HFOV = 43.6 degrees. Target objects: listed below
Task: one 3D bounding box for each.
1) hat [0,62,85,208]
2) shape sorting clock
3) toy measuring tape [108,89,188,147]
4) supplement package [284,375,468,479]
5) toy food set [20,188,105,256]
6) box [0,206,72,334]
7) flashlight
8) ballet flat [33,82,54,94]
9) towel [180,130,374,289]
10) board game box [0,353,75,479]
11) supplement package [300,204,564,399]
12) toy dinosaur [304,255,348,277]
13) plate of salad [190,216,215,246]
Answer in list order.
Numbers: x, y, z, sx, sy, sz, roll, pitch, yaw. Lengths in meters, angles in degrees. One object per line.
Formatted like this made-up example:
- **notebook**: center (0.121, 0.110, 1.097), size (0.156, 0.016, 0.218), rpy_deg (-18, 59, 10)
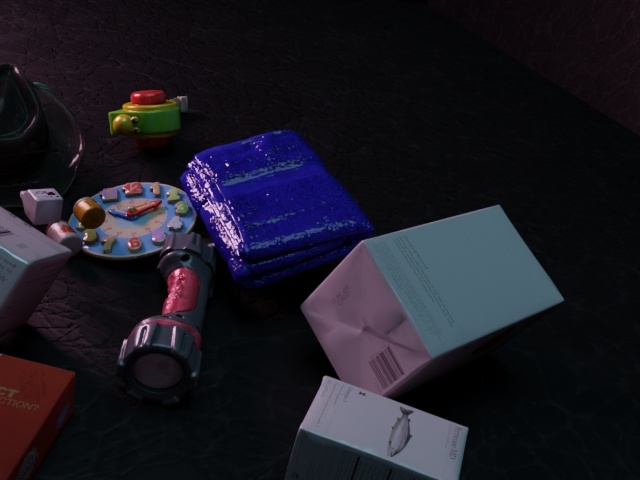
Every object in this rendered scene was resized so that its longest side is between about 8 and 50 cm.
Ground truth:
- **hat**: center (-0.545, -0.209, 1.347), size (0.331, 0.134, 0.331), rpy_deg (13, 47, -15)
- **shape sorting clock**: center (-0.302, -0.037, 1.289), size (0.206, 0.040, 0.206), rpy_deg (-2, 33, 1)
- **toy measuring tape**: center (-0.316, -0.258, 1.645), size (0.121, 0.121, 0.330), rpy_deg (20, 21, 12)
- **supplement package**: center (0.063, 0.250, 0.912), size (0.179, 0.105, 0.105), rpy_deg (19, 29, 8)
- **toy food set**: center (-0.449, -0.033, 1.183), size (0.232, 0.111, 0.104), rpy_deg (-8, 35, -40)
- **box**: center (-0.431, 0.020, 0.977), size (0.181, 0.119, 0.182), rpy_deg (34, 2, -4)
- **flashlight**: center (-0.201, 0.088, 1.089), size (0.103, 0.103, 0.304), rpy_deg (7, 31, -7)
- **ballet flat**: center (-0.606, -0.251, 1.535), size (0.087, 0.083, 0.247), rpy_deg (9, 28, 8)
- **towel**: center (-0.077, -0.067, 1.249), size (0.228, 0.076, 0.308), rpy_deg (-21, 42, -13)
- **board game box**: center (-0.420, 0.221, 0.795), size (0.242, 0.064, 0.316), rpy_deg (14, 29, 0)
- **supplement package**: center (0.158, 0.088, 1.112), size (0.293, 0.177, 0.175), rpy_deg (-15, 66, -40)
- **toy dinosaur**: center (0.000, 0.000, 1.350), size (0.160, 0.121, 0.313), rpy_deg (20, 23, -14)
- **plate of salad**: center (-0.167, -0.046, 1.342), size (0.200, 0.048, 0.200), rpy_deg (-10, 27, 5)
